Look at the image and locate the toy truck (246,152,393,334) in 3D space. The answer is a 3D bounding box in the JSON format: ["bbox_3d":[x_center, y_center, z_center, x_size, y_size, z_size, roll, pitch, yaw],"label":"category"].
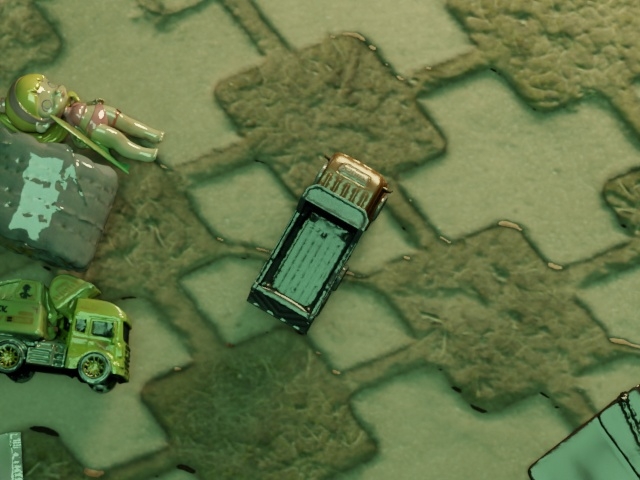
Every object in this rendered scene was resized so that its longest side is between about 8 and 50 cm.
[{"bbox_3d":[0.000,0.000,1.791,0.083,0.092,0.192,30,83,5],"label":"toy truck"}]

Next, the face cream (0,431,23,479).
[{"bbox_3d":[-0.438,0.259,1.784,0.243,0.058,0.092,-4,78,-6],"label":"face cream"}]

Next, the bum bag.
[{"bbox_3d":[0.310,0.240,1.791,0.159,0.026,0.109,-37,85,-4],"label":"bum bag"}]

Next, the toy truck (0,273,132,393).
[{"bbox_3d":[-0.293,0.093,1.788,0.191,0.085,0.116,7,78,3],"label":"toy truck"}]

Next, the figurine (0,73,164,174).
[{"bbox_3d":[-0.266,-0.126,1.829,0.187,0.083,0.083,18,83,-10],"label":"figurine"}]

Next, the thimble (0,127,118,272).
[{"bbox_3d":[-0.298,-0.043,1.782,0.151,0.127,0.118,21,82,-5],"label":"thimble"}]
